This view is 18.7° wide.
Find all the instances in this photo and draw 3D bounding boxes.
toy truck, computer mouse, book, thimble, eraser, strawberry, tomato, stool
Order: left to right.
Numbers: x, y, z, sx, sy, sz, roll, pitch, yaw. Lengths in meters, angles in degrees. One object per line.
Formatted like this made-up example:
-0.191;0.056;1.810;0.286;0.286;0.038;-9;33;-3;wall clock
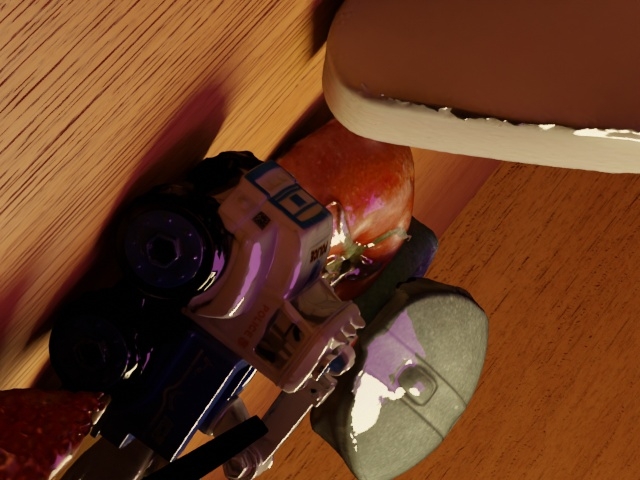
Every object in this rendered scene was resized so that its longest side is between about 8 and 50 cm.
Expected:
-0.218;0.150;1.123;0.192;0.085;0.140;-45;-177;13;strawberry
-0.200;0.219;1.266;0.322;0.018;0.228;-35;174;42;book
-0.187;0.227;1.657;0.217;0.121;0.125;-55;177;-31;stool
-0.065;0.055;1.321;0.213;0.177;0.161;-55;172;23;toy truck
0.000;0.000;1.704;0.237;0.095;0.237;-41;163;-16;tomato
0.005;0.042;1.908;0.198;0.143;0.235;-57;173;27;thimble
0.085;0.139;1.860;0.203;0.114;0.374;-52;171;-3;computer mouse
0.197;-0.163;1.439;0.331;0.331;0.150;-52;174;-8;eraser

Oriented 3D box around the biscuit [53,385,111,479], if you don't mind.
-0.208;0.159;1.432;0.197;0.049;0.301;-47;179;43;biscuit
